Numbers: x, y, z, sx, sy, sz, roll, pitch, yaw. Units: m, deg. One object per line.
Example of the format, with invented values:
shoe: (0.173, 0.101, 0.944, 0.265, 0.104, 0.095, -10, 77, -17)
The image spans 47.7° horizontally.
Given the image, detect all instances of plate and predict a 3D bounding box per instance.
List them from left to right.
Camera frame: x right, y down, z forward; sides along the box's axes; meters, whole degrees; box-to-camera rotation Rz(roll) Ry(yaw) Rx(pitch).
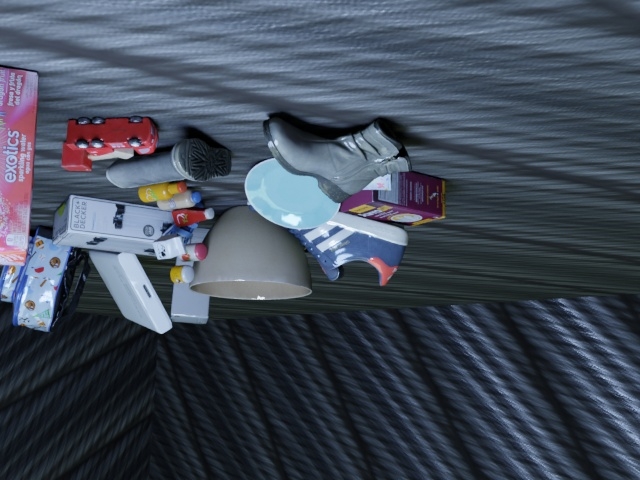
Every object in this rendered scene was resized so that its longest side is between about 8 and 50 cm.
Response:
plate: (-0.052, -0.095, 1.394, 0.188, 0.024, 0.188, 8, 138, 7)

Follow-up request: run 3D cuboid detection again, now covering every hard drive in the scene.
hard drive: (-0.523, 0.126, 1.968, 0.047, 0.233, 0.353, -32, -164, -25)

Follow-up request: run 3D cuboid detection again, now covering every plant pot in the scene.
plant pot: (-0.159, 0.026, 1.692, 0.284, 0.190, 0.284, 1, 167, 0)

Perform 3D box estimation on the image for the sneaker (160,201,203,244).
sneaker: (-0.307, -0.027, 1.630, 0.053, 0.059, 0.144, 26, 112, -28)

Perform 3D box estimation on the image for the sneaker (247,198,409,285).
sneaker: (0.000, 0.000, 1.507, 0.350, 0.148, 0.131, 17, -175, 12)

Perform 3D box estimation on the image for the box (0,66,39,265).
box: (-0.462, -0.101, 1.001, 0.123, 0.256, 0.128, 4, 167, -23)

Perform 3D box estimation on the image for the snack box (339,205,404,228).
snack box: (0.077, -0.043, 1.646, 0.207, 0.070, 0.174, -1, 168, 14)

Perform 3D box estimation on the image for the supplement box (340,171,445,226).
supplement box: (0.144, -0.087, 1.422, 0.188, 0.080, 0.104, 10, 165, -33)

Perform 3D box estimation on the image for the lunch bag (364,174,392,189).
lunch bag: (0.093, -0.133, 1.289, 0.071, 0.053, 0.083, 0, 142, 8)

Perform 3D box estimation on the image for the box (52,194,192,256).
box: (-0.466, -0.028, 1.708, 0.290, 0.087, 0.169, 7, 166, -29)

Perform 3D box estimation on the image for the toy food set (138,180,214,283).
toy food set: (-0.285, -0.025, 1.530, 0.105, 0.232, 0.111, -6, -161, 27)

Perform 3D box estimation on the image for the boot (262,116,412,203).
boot: (0.034, -0.158, 1.169, 0.161, 0.083, 0.246, -26, 145, 27)

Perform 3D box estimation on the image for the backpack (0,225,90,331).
backpack: (-0.744, 0.108, 1.927, 0.213, 0.263, 0.276, 7, 167, -11)

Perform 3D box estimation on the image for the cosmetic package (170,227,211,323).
cosmetic package: (-0.333, 0.094, 1.896, 0.107, 0.237, 0.127, 3, 167, -11)

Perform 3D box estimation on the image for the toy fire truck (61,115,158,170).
toy fire truck: (-0.356, -0.159, 1.211, 0.192, 0.047, 0.135, -1, 168, 5)

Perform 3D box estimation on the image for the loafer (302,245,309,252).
loafer: (0.006, 0.003, 1.899, 0.056, 0.050, 0.148, 12, 163, -41)

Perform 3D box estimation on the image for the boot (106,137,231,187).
boot: (-0.283, -0.132, 1.263, 0.209, 0.076, 0.190, 2, 178, 18)
